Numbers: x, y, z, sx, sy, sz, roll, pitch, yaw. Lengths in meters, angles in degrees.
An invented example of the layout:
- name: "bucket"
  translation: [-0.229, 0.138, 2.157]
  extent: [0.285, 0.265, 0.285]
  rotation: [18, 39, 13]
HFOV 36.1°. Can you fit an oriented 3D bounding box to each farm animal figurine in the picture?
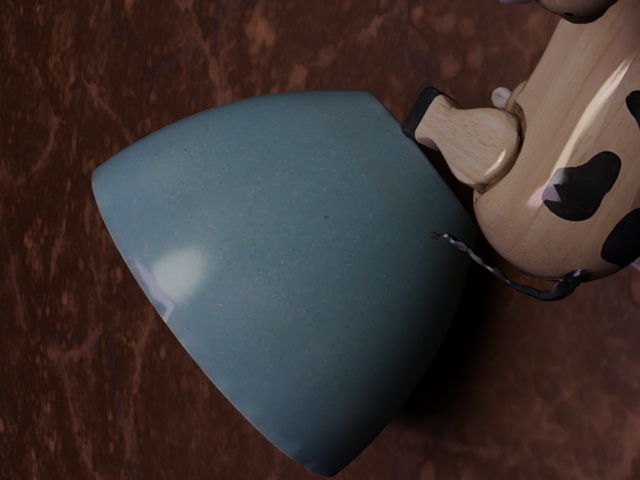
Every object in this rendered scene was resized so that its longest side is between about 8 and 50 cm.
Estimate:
- name: "farm animal figurine"
  translation: [0.147, -0.116, 0.450]
  extent: [0.172, 0.330, 0.326]
  rotation: [49, 129, 53]

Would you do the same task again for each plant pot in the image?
- name: "plant pot"
  translation: [0.000, 0.000, 0.738]
  extent: [0.195, 0.290, 0.290]
  rotation: [-38, 54, 5]
